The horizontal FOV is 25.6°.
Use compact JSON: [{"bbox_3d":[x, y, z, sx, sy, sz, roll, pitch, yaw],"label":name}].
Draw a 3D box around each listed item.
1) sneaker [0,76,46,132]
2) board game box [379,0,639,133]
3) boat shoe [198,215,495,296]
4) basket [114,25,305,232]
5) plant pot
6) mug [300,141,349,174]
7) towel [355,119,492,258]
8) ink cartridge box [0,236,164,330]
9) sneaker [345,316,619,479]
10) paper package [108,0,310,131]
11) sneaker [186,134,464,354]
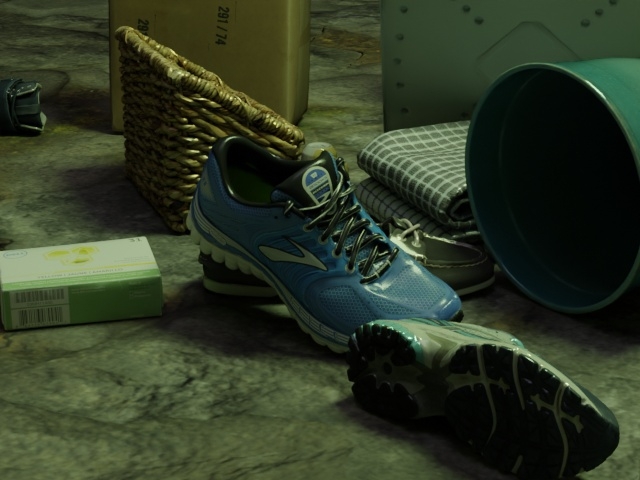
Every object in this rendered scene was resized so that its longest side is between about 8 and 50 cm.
[{"bbox_3d":[-0.526,-0.200,2.187,0.163,0.086,0.226,5,19,21],"label":"sneaker"},{"bbox_3d":[0.277,-0.242,1.859,0.390,0.390,0.050,3,41,8],"label":"board game box"},{"bbox_3d":[0.029,0.009,1.577,0.335,0.095,0.112,0,19,1],"label":"boat shoe"},{"bbox_3d":[-0.138,-0.163,1.881,0.214,0.223,0.299,-7,20,-19],"label":"basket"},{"bbox_3d":[0.343,-0.083,1.558,0.255,0.271,0.272,-16,25,-33],"label":"plant pot"},{"bbox_3d":[0.006,-0.099,1.933,0.078,0.064,0.062,4,19,11],"label":"mug"},{"bbox_3d":[0.216,-0.072,1.771,0.284,0.121,0.235,-9,22,-25],"label":"towel"},{"bbox_3d":[-0.279,0.028,1.593,0.171,0.056,0.235,-6,22,-13],"label":"ink cartridge box"},{"bbox_3d":[0.158,0.120,1.252,0.122,0.110,0.283,-13,23,-41],"label":"sneaker"},{"bbox_3d":[-0.174,-0.337,2.217,0.310,0.324,0.168,4,20,10],"label":"paper package"},{"bbox_3d":[0.000,0.000,1.434,0.330,0.147,0.130,30,49,20],"label":"sneaker"}]
